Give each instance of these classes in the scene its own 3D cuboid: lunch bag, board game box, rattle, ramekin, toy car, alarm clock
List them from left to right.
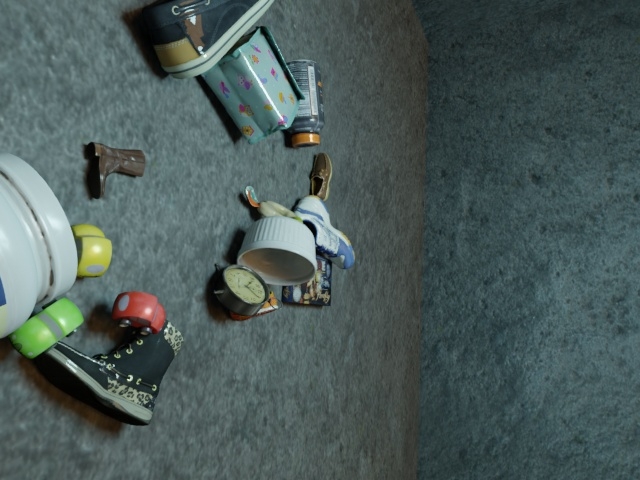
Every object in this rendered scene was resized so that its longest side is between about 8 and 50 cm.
[{"bbox_3d":[-0.371,0.097,0.645,0.239,0.053,0.225,56,28,-12],"label":"toy car"},{"bbox_3d":[-0.177,0.131,0.993,0.192,0.064,0.129,25,27,-25],"label":"alarm clock"},{"bbox_3d":[-0.156,-0.420,1.065,0.223,0.160,0.262,57,33,-30],"label":"lunch bag"},{"bbox_3d":[-0.159,-0.052,1.148,0.199,0.143,0.130,18,38,-43],"label":"rattle"},{"bbox_3d":[-0.109,0.026,1.061,0.207,0.207,0.109,48,38,-47],"label":"ramekin"},{"bbox_3d":[-0.038,0.127,1.327,0.243,0.042,0.165,19,70,-58],"label":"board game box"}]

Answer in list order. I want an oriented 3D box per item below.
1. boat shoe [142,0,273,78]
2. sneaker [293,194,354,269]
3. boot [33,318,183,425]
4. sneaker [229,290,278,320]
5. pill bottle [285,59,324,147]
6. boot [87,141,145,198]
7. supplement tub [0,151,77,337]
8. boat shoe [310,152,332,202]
[{"bbox_3d":[-0.231,-0.576,0.928,0.500,0.186,0.156,-66,147,-31],"label":"boat shoe"},{"bbox_3d":[0.000,0.000,1.341,0.296,0.111,0.131,54,47,-20],"label":"sneaker"},{"bbox_3d":[-0.359,0.200,0.724,0.236,0.085,0.179,57,34,-34],"label":"boot"},{"bbox_3d":[-0.182,0.169,1.069,0.175,0.064,0.068,1,64,-64],"label":"sneaker"},{"bbox_3d":[-0.056,-0.420,1.267,0.130,0.130,0.246,-11,97,-60],"label":"pill bottle"},{"bbox_3d":[-0.379,-0.128,0.767,0.114,0.037,0.107,-2,91,-65],"label":"boot"},{"bbox_3d":[-0.459,0.037,0.401,0.325,0.235,0.236,-37,119,-55],"label":"supplement tub"},{"bbox_3d":[0.000,-0.223,1.409,0.060,0.064,0.178,16,75,-61],"label":"boat shoe"}]
